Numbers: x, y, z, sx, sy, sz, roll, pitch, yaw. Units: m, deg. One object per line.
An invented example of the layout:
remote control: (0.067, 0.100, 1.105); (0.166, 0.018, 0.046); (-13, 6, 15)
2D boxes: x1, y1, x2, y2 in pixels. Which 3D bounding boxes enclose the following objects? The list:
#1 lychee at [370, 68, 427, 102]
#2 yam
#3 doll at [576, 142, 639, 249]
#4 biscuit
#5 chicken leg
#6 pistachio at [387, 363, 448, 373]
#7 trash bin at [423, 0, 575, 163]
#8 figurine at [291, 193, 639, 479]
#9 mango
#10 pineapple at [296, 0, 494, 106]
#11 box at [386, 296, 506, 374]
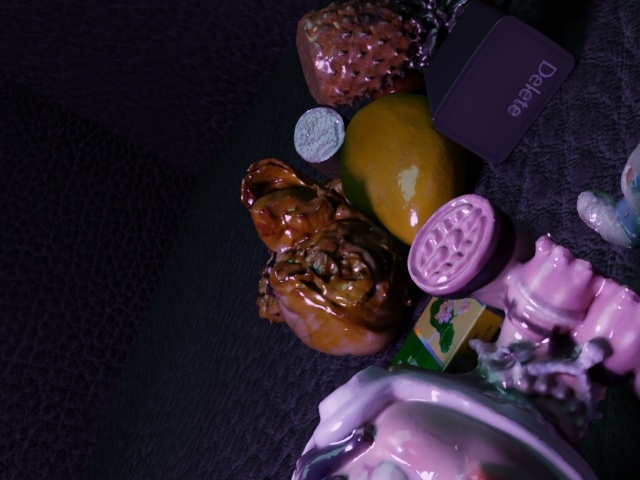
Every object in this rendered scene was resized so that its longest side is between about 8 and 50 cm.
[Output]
lychee: (0.137, -0.231, 1.506); (0.114, 0.140, 0.101); (-26, -3, -22)
yam: (0.035, -0.157, 1.536); (0.106, 0.106, 0.259); (-61, -20, 4)
doll: (0.300, -0.055, 0.725); (0.214, 0.071, 0.103); (-35, 38, 44)
biscuit: (-0.025, 0.004, 1.640); (0.334, 0.081, 0.289); (-47, 22, 37)
chicken leg: (0.000, 0.000, 1.279); (0.182, 0.295, 0.409); (-40, 8, 9)
pistachio: (0.104, 0.189, 0.844); (0.108, 0.126, 0.185); (-27, 29, 7)
trash bin: (0.224, -0.226, 1.194); (0.165, 0.115, 0.225); (-57, 13, 20)
figurine: (0.127, 0.173, 0.649); (0.361, 0.253, 0.211); (-56, -29, -5)
mango: (0.121, -0.114, 1.284); (0.195, 0.142, 0.331); (-64, 23, 8)
pineapple: (0.137, -0.324, 1.406); (0.340, 0.169, 0.169); (-18, 18, -4)
box: (0.148, 0.100, 1.003); (0.235, 0.034, 0.132); (-59, 15, 9)
